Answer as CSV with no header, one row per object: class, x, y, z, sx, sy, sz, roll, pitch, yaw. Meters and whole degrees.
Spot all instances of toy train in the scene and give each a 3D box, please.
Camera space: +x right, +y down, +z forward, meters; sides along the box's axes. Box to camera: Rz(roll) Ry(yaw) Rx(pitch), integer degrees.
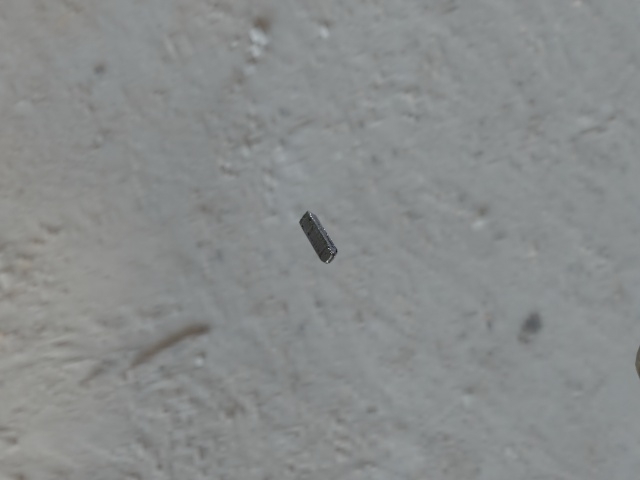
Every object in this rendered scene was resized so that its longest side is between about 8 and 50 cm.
toy train,0.000,0.000,1.705,0.017,0.017,0.083,30,17,-33

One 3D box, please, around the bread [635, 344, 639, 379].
bread,0.340,0.063,1.140,0.263,0.236,0.198,45,11,-24
